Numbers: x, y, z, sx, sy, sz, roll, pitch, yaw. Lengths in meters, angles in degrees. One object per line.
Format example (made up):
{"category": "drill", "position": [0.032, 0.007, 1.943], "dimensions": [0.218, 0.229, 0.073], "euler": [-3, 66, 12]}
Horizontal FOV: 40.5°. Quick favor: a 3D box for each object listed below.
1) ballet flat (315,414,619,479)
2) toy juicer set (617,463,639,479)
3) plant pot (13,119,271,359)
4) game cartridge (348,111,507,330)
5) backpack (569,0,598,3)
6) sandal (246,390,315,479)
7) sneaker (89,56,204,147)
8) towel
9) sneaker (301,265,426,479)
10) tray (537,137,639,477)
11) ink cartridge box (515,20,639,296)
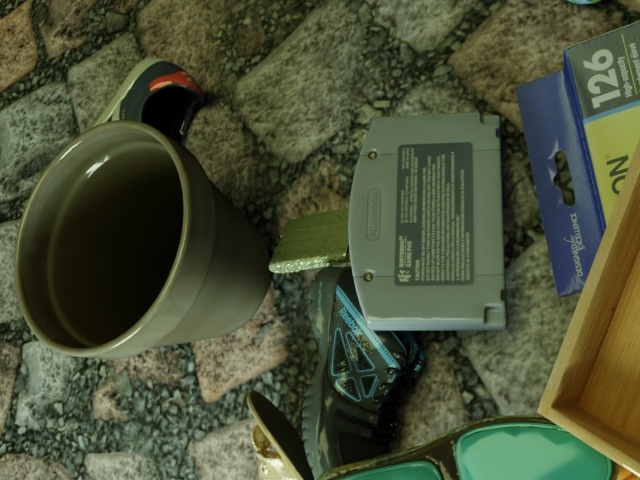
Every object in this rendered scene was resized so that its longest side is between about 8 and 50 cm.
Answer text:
{"category": "ballet flat", "position": [0.156, 0.275, 0.992], "dimensions": [0.348, 0.123, 0.123], "euler": [-15, 67, 8]}
{"category": "toy juicer set", "position": [0.429, 0.223, 0.886], "dimensions": [0.329, 0.089, 0.209], "euler": [11, 81, 34]}
{"category": "plant pot", "position": [-0.224, 0.027, 1.254], "dimensions": [0.323, 0.280, 0.323], "euler": [-11, 69, 31]}
{"category": "game cartridge", "position": [0.136, -0.027, 1.118], "dimensions": [0.198, 0.062, 0.297], "euler": [-3, 65, 15]}
{"category": "backpack", "position": [0.331, -0.401, 1.125], "dimensions": [0.158, 0.117, 0.173], "euler": [-48, 59, 13]}
{"category": "sandal", "position": [-0.049, 0.314, 1.173], "dimensions": [0.079, 0.088, 0.240], "euler": [-49, 61, 8]}
{"category": "sneaker", "position": [-0.317, -0.139, 1.456], "dimensions": [0.148, 0.131, 0.350], "euler": [31, 93, 40]}
{"category": "towel", "position": [0.000, 0.000, 1.247], "dimensions": [0.148, 0.027, 0.110], "euler": [-10, 39, 28]}
{"category": "sneaker", "position": [0.060, 0.187, 1.117], "dimensions": [0.140, 0.125, 0.341], "euler": [-12, 70, 28]}
{"category": "tray", "position": [0.375, 0.032, 0.837], "dimensions": [0.203, 0.076, 0.411], "euler": [31, 109, 45]}
{"category": "ink cartridge box", "position": [0.392, -0.116, 1.028], "dimensions": [0.307, 0.072, 0.303], "euler": [-17, 68, 26]}
